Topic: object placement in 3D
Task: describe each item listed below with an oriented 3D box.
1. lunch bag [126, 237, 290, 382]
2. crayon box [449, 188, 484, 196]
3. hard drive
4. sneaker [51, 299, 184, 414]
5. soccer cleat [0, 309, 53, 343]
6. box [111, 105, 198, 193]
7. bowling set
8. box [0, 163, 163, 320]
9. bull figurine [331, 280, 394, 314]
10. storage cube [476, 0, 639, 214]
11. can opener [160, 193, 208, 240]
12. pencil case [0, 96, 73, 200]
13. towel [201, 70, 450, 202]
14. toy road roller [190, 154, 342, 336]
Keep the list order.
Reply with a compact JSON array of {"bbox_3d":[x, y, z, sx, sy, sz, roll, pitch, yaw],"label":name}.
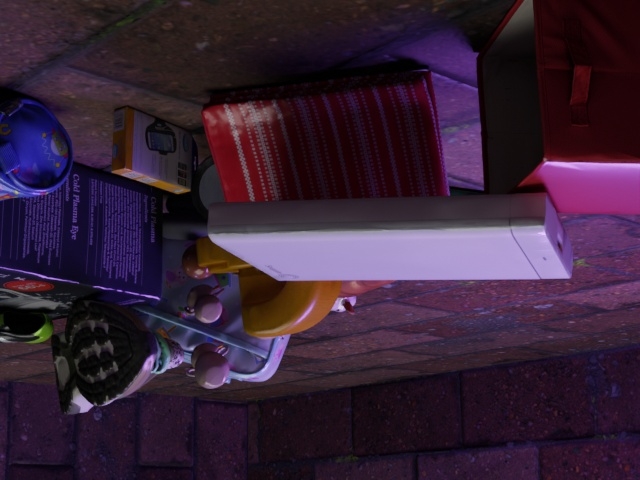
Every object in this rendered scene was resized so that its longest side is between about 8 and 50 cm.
[{"bbox_3d":[-0.174,0.112,1.950,0.279,0.224,0.108,18,166,9],"label":"lunch bag"},{"bbox_3d":[0.087,-0.028,1.805,0.319,0.081,0.202,7,164,-25],"label":"crayon box"},{"bbox_3d":[0.084,0.001,1.280,0.353,0.047,0.233,-1,166,19],"label":"hard drive"},{"bbox_3d":[-0.289,0.164,1.768,0.182,0.158,0.410,-10,174,-25],"label":"sneaker"},{"bbox_3d":[-0.489,0.129,1.733,0.179,0.060,0.072,-6,157,-8],"label":"soccer cleat"},{"bbox_3d":[-0.205,-0.109,1.465,0.028,0.081,0.136,-10,163,32],"label":"box"},{"bbox_3d":[-0.130,0.069,1.798,0.287,0.200,0.154,-36,-167,-5],"label":"bowling set"},{"bbox_3d":[-0.458,0.005,1.709,0.343,0.178,0.313,-11,164,37],"label":"box"},{"bbox_3d":[0.035,0.052,2.070,0.188,0.101,0.310,13,156,-26],"label":"bull figurine"},{"bbox_3d":[0.280,-0.135,1.183,0.193,0.183,0.215,1,165,-10],"label":"storage cube"},{"bbox_3d":[-0.106,-0.015,1.728,0.284,0.076,0.095,3,144,30],"label":"can opener"},{"bbox_3d":[-0.452,-0.090,1.443,0.306,0.119,0.133,-10,-169,32],"label":"pencil case"},{"bbox_3d":[0.008,-0.091,1.376,0.275,0.198,0.031,-5,-156,14],"label":"towel"},{"bbox_3d":[0.000,0.000,1.531,0.330,0.240,0.202,-6,178,14],"label":"toy road roller"}]
